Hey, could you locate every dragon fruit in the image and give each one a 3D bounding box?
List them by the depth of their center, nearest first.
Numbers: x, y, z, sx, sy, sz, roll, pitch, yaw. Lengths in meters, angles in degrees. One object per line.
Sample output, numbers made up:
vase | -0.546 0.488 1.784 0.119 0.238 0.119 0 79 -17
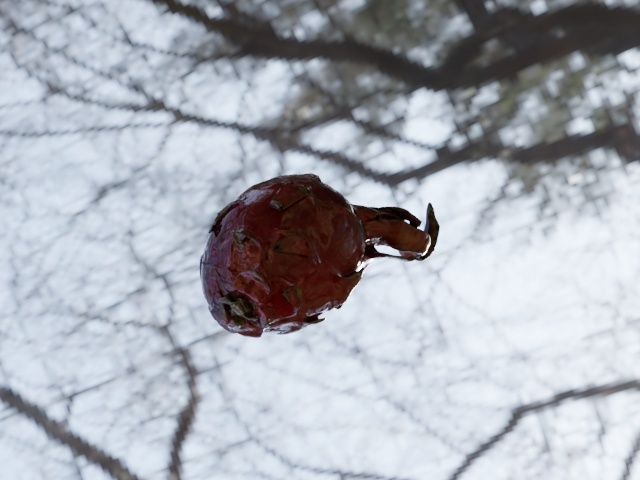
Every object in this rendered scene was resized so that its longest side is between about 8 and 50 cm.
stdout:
dragon fruit | 0.000 0.000 1.107 0.190 0.094 0.094 -20 -92 -45
